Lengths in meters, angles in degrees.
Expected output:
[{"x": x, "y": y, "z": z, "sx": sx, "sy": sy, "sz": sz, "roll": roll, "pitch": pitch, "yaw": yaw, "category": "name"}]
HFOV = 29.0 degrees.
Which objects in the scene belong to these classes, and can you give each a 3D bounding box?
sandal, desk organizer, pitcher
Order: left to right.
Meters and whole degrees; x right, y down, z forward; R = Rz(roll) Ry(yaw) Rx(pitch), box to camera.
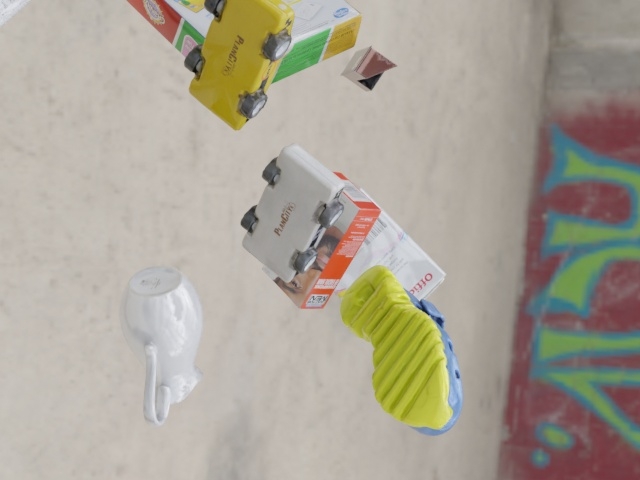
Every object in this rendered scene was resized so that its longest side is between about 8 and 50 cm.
[{"x": -0.242, "y": 0.160, "z": 1.869, "sx": 0.178, "sy": 0.125, "sz": 0.207, "roll": -77, "pitch": 165, "yaw": -57, "category": "pitcher"}, {"x": 0.073, "y": -0.260, "z": 1.888, "sx": 0.047, "sy": 0.050, "sz": 0.130, "roll": -56, "pitch": -170, "yaw": 0, "category": "desk organizer"}, {"x": 0.133, "y": 0.150, "z": 1.642, "sx": 0.138, "sy": 0.126, "sz": 0.317, "roll": 34, "pitch": 18, "yaw": -26, "category": "sandal"}]

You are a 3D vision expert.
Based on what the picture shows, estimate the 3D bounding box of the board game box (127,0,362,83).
[{"x": -0.132, "y": -0.361, "z": 1.827, "sx": 0.242, "sy": 0.316, "sz": 0.064, "roll": -28, "pitch": 150, "yaw": -31, "category": "board game box"}]

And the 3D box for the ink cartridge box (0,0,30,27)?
[{"x": -0.573, "y": -0.346, "z": 1.757, "sx": 0.273, "sy": 0.114, "sz": 0.197, "roll": -49, "pitch": 123, "yaw": -22, "category": "ink cartridge box"}]

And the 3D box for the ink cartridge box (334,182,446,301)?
[{"x": 0.078, "y": 0.034, "z": 2.046, "sx": 0.212, "sy": 0.154, "sz": 0.093, "roll": 45, "pitch": 1, "yaw": -11, "category": "ink cartridge box"}]

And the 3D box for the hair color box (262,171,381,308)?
[{"x": 0.000, "y": 0.000, "z": 1.665, "sx": 0.053, "sy": 0.093, "sz": 0.167, "roll": 2, "pitch": 124, "yaw": -49, "category": "hair color box"}]

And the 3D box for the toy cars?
[{"x": -0.049, "y": -0.131, "z": 1.432, "sx": 0.087, "sy": 0.176, "sz": 0.394, "roll": -41, "pitch": 125, "yaw": -40, "category": "toy cars"}]
